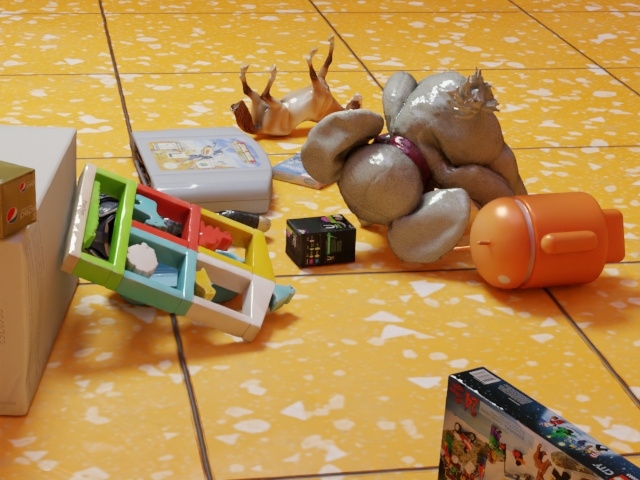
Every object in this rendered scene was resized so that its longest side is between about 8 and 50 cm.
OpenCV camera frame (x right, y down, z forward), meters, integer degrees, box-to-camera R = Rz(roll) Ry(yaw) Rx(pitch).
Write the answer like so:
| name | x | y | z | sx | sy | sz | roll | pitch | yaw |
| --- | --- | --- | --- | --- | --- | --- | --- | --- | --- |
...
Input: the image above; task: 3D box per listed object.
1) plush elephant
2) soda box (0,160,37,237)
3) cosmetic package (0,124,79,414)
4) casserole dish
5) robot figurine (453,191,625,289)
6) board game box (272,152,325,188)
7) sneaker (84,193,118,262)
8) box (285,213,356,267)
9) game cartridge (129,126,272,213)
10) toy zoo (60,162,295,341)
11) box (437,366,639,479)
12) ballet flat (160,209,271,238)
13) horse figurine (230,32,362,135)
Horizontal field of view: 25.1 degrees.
| name | x | y | z | sx | sy | sz | roll | pitch | yaw |
| --- | --- | --- | --- | --- | --- | --- | --- | --- | --- |
| plush elephant | 0.130 | -0.102 | 2.021 | 0.255 | 0.272 | 0.330 | -36 | -12 | -4 |
| soda box | -0.385 | -0.057 | 1.501 | 0.181 | 0.061 | 0.058 | 13 | 25 | 24 |
| cosmetic package | -0.381 | 0.020 | 1.670 | 0.156 | 0.217 | 0.385 | 2 | 21 | -2 |
| casserole dish | -0.183 | 0.050 | 1.849 | 0.188 | 0.037 | 0.114 | -3 | 23 | -11 |
| robot figurine | 0.292 | 0.001 | 1.906 | 0.219 | 0.128 | 0.158 | -4 | 39 | -17 |
| board game box | -0.018 | -0.111 | 2.283 | 0.090 | 0.020 | 0.090 | 15 | 26 | 27 |
| sneaker | -0.355 | -0.024 | 1.943 | 0.226 | 0.086 | 0.163 | -7 | 22 | -26 |
| box | 0.000 | 0.000 | 1.969 | 0.083 | 0.052 | 0.062 | -6 | 23 | -19 |
| game cartridge | -0.180 | -0.112 | 2.228 | 0.198 | 0.062 | 0.297 | -7 | 24 | -13 |
| toy zoo | -0.167 | 0.020 | 1.766 | 0.293 | 0.030 | 0.192 | 22 | 34 | -17 |
| box | 0.193 | 0.233 | 1.277 | 0.044 | 0.159 | 0.233 | -10 | 25 | -32 |
| ballet flat | -0.153 | -0.013 | 2.013 | 0.173 | 0.049 | 0.057 | -3 | -22 | -15 |
| horse figurine | -0.047 | -0.243 | 2.458 | 0.263 | 0.174 | 0.066 | -24 | 40 | -23 |
